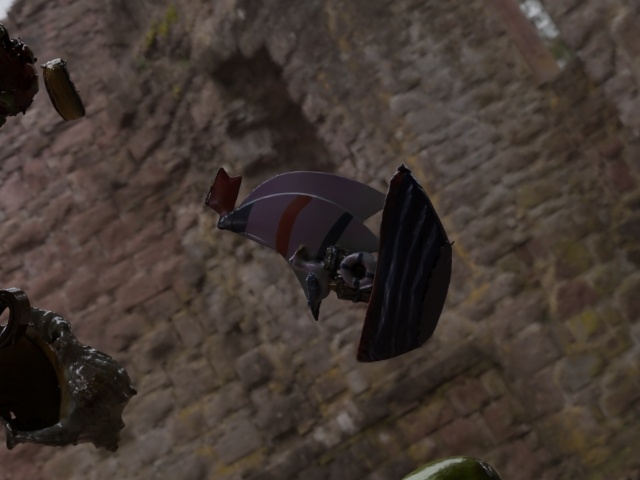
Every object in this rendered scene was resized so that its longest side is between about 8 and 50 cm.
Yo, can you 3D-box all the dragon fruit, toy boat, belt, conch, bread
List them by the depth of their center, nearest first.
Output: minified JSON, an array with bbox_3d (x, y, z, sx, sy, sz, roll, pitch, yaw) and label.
[{"bbox_3d":[0.021,-0.014,1.290,0.072,0.318,0.219,-14,-36,-56],"label":"toy boat"},{"bbox_3d":[-0.390,0.099,1.413,0.083,0.059,0.036,-57,-8,9],"label":"belt"},{"bbox_3d":[-0.358,0.192,1.539,0.163,0.245,0.178,-42,-11,34],"label":"conch"},{"bbox_3d":[-0.442,-0.258,1.984,0.053,0.106,0.072,-26,21,-5],"label":"bread"},{"bbox_3d":[-0.565,-0.301,2.022,0.138,0.142,0.175,-18,-38,-4],"label":"dragon fruit"}]

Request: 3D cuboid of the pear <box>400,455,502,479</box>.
[{"bbox_3d":[0.148,0.414,1.633,0.292,0.159,0.292,-38,-21,-17],"label":"pear"}]
